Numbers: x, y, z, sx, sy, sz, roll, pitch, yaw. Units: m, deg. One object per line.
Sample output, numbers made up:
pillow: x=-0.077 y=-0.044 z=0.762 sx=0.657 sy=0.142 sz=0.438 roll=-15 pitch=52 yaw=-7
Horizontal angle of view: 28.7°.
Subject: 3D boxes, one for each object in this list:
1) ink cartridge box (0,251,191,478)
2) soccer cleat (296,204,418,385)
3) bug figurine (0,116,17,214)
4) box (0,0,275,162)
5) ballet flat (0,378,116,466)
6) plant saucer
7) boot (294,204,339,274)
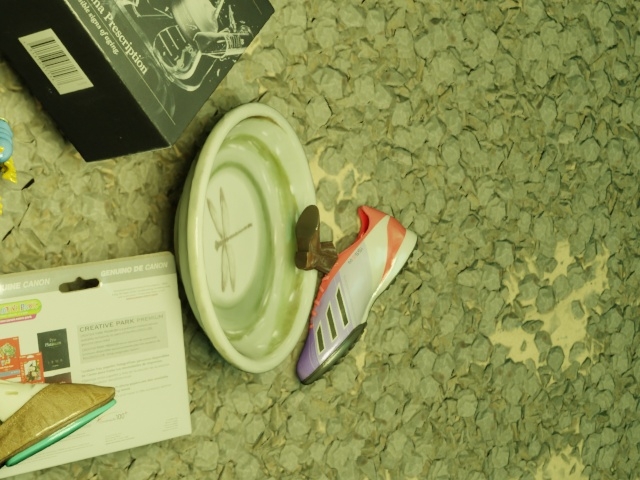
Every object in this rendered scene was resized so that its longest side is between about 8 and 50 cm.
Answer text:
ink cartridge box: x=-0.351 y=0.161 z=1.750 sx=0.309 sy=0.130 sz=0.271 roll=-7 pitch=98 yaw=-35
soccer cleat: x=0.035 y=0.089 z=2.047 sx=0.116 sy=0.108 sz=0.318 roll=37 pitch=73 yaw=-8
bug figurine: x=-0.492 y=-0.137 z=1.600 sx=0.279 sy=0.216 sz=0.072 roll=24 pitch=114 yaw=-34
box: x=-0.275 y=-0.339 z=1.686 sx=0.343 sy=0.179 sz=0.312 roll=55 pitch=47 yaw=-30
ballet flat: x=-0.426 y=0.254 z=1.578 sx=0.342 sy=0.116 sz=0.124 roll=-36 pitch=88 yaw=-10
plant saucer: x=-0.123 y=-0.004 z=1.864 sx=0.400 sy=0.101 sz=0.400 roll=0 pitch=90 yaw=-65
boot: x=0.000 y=0.000 z=1.973 sx=0.114 sy=0.037 sz=0.106 roll=9 pitch=95 yaw=-63
